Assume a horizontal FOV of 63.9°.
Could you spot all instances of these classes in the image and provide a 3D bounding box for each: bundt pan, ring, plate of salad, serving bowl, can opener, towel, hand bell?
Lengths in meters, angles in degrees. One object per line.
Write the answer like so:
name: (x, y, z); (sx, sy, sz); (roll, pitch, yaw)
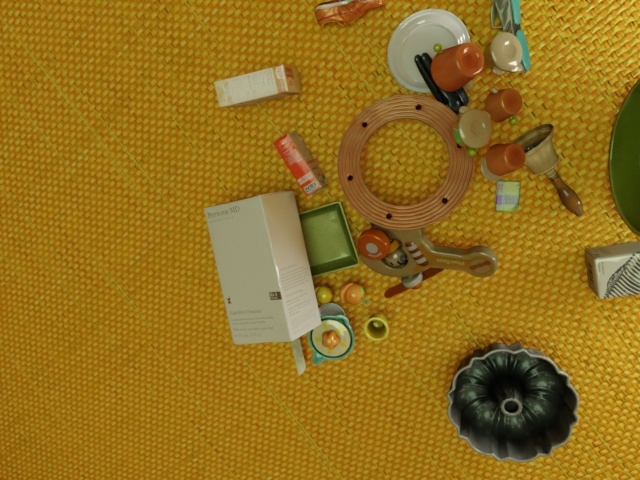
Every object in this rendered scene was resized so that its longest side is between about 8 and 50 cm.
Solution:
bundt pan: (0.506, 0.417, 1.383); (0.330, 0.124, 0.331); (3, 105, 12)
ring: (0.208, -0.192, 1.273); (0.336, 0.032, 0.337); (-1, 86, 12)
plate of salad: (0.263, -0.462, 1.254); (0.199, 0.048, 0.200); (1, 125, 2)
serving bowl: (0.032, 0.217, 1.492); (0.083, 0.027, 0.083); (3, 104, 12)
can opener: (0.289, -0.380, 1.256); (0.186, 0.059, 0.073); (43, 67, -22)
towel: (0.481, -0.114, 1.318); (0.060, 0.009, 0.083); (1, 104, 12)
hand bell: (0.572, -0.150, 1.255); (0.126, 0.126, 0.242); (-36, 106, 18)

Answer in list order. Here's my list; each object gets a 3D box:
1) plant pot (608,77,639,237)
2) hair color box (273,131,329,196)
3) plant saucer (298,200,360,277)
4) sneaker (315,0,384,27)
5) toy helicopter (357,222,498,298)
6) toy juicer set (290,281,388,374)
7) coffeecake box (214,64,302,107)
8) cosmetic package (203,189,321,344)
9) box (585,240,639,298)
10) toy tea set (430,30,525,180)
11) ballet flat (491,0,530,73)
plant pot: (0.871, -0.183, 1.062); (0.352, 0.366, 0.367); (-1, 103, 1)
hair color box: (-0.050, -0.205, 1.374); (0.053, 0.093, 0.167); (-32, 94, 19)
plant saucer: (0.000, 0.000, 1.438); (0.188, 0.045, 0.188); (-16, 99, 16)
sneaker: (0.075, -0.573, 1.282); (0.175, 0.064, 0.067); (-4, 122, 19)
toy helicopter: (0.274, 0.054, 1.335); (0.355, 0.140, 0.235); (7, 128, 23)
toy juicer set: (0.011, 0.240, 1.441); (0.329, 0.089, 0.209); (-30, 95, 18)
coffeecake box: (-0.157, -0.395, 1.325); (0.185, 0.142, 0.068); (-9, 102, 14)
cosmetic package: (-0.155, 0.071, 1.387); (0.217, 0.156, 0.385); (-11, 95, 34)
box: (0.803, 0.061, 1.243); (0.275, 0.094, 0.113); (-11, 101, 16)
toy tea set: (0.360, -0.303, 1.180); (0.200, 0.124, 0.336); (-6, 93, -19)
ballet flat: (0.444, -0.496, 1.213); (0.068, 0.072, 0.213); (-5, 103, 42)
